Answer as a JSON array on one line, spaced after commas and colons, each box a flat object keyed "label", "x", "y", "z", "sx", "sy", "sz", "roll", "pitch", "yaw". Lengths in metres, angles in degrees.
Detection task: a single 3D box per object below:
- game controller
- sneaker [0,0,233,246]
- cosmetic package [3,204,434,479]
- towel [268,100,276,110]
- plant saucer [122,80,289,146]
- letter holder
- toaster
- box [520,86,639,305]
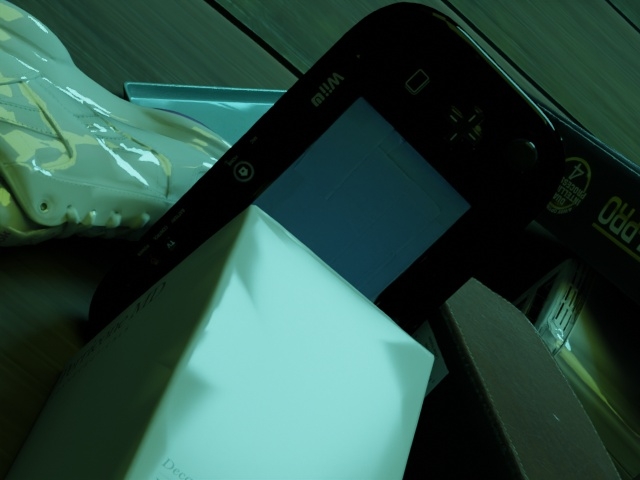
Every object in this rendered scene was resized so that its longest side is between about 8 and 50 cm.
[{"label": "game controller", "x": 0.000, "y": 0.000, "z": 0.970, "sx": 0.166, "sy": 0.319, "sz": 0.067, "roll": 42, "pitch": 13, "yaw": -16}, {"label": "sneaker", "x": -0.164, "y": -0.037, "z": 1.014, "sx": 0.305, "sy": 0.114, "sz": 0.152, "roll": 31, "pitch": 60, "yaw": -26}, {"label": "cosmetic package", "x": -0.091, "y": 0.187, "z": 0.785, "sx": 0.156, "sy": 0.217, "sz": 0.385, "roll": 39, "pitch": 36, "yaw": -16}, {"label": "towel", "x": -0.009, "y": -0.009, "z": 1.200, "sx": 0.102, "sy": 0.021, "sz": 0.237, "roll": 27, "pitch": 43, "yaw": -28}, {"label": "plant saucer", "x": -0.065, "y": -0.091, "z": 1.189, "sx": 0.192, "sy": 0.018, "sz": 0.067, "roll": -2, "pitch": 57, "yaw": -36}, {"label": "letter holder", "x": 0.126, "y": 0.178, "z": 0.998, "sx": 0.214, "sy": 0.152, "sz": 0.302, "roll": 31, "pitch": 21, "yaw": -27}, {"label": "toaster", "x": 0.215, "y": 0.114, "z": 1.243, "sx": 0.146, "sy": 0.129, "sz": 0.227, "roll": 45, "pitch": 35, "yaw": -4}, {"label": "box", "x": 0.340, "y": 0.039, "z": 1.288, "sx": 0.318, "sy": 0.097, "sz": 0.395, "roll": 26, "pitch": 12, "yaw": -39}]
